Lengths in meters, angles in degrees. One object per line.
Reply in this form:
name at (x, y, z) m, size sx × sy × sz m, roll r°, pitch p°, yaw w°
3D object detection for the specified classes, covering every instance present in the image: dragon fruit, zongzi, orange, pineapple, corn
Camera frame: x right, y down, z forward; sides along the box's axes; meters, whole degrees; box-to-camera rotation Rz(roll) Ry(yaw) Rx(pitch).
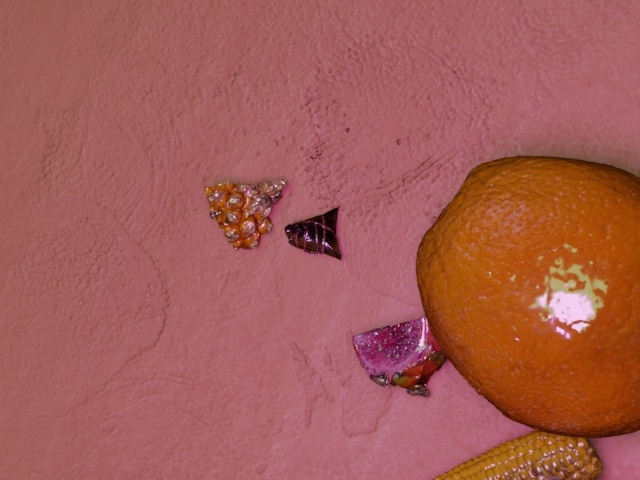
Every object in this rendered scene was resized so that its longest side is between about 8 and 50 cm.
dragon fruit at (0.116, 0.153, 1.785) m, size 0.147 × 0.102 × 0.096 m, roll -18°, pitch 71°, yaw 23°
zongzi at (0.000, 0.000, 1.861) m, size 0.083 × 0.067 × 0.073 m, roll -22°, pitch 70°, yaw -5°
orange at (0.288, 0.059, 1.636) m, size 0.357 × 0.322 × 0.322 m, roll 38°, pitch 94°, yaw 18°
pineapple at (-0.095, -0.052, 1.897) m, size 0.114 × 0.077 × 0.114 m, roll -28°, pitch 111°, yaw 0°
corn at (0.202, 0.325, 1.733) m, size 0.317 × 0.115 × 0.115 m, roll -32°, pitch 76°, yaw 10°
